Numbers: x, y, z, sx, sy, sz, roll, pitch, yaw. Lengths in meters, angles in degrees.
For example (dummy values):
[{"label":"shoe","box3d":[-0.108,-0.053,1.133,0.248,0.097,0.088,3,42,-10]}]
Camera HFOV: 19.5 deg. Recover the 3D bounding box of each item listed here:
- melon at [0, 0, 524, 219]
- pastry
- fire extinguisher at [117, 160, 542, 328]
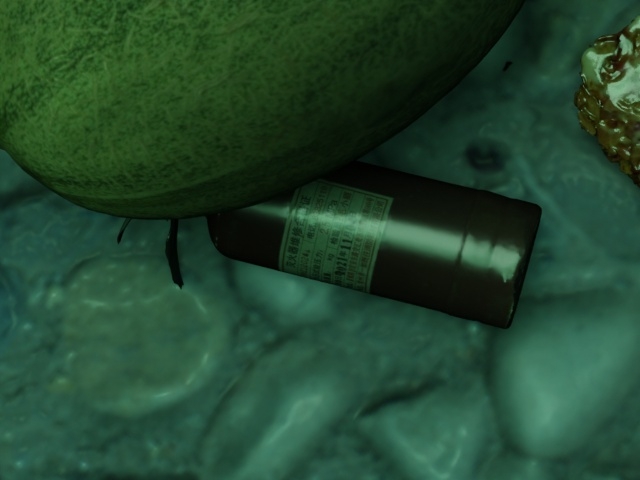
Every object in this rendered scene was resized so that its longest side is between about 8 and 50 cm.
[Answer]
[{"label":"melon","box3d":[-0.032,-0.151,0.920,0.329,0.248,0.248,-42,83,2]},{"label":"pastry","box3d":[0.211,-0.050,1.009,0.169,0.063,0.087,41,96,11]},{"label":"fire extinguisher","box3d":[0.000,0.000,1.030,0.231,0.071,0.099,12,116,8]}]
